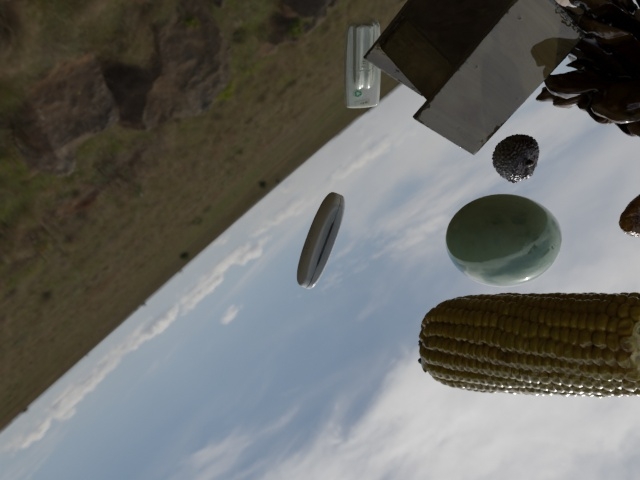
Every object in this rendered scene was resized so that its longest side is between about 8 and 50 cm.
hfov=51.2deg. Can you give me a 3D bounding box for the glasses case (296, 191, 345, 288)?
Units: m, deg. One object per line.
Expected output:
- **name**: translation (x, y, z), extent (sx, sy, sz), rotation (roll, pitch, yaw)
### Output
- **glasses case**: translation (0.000, 0.000, 1.555), extent (0.092, 0.059, 0.233), rotation (-138, -113, -70)

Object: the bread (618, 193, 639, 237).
- **bread**: translation (0.704, -0.063, 1.370), extent (0.233, 0.104, 0.076), rotation (-26, 174, -9)

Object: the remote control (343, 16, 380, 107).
- **remote control**: translation (0.103, -0.428, 1.632), extent (0.090, 0.230, 0.049), rotation (-6, -138, -4)

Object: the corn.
- **corn**: translation (0.275, 0.133, 0.870), extent (0.144, 0.144, 0.387), rotation (-45, -164, -29)

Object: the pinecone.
- **pinecone**: translation (0.498, -0.321, 0.924), extent (0.384, 0.384, 0.384), rotation (-40, -173, 6)

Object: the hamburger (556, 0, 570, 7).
- **hamburger**: translation (0.438, -0.535, 1.489), extent (0.284, 0.174, 0.304), rotation (-34, 178, 33)

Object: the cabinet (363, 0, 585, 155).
- **cabinet**: translation (0.206, -0.266, 0.925), extent (0.215, 0.148, 0.174), rotation (-49, -136, 21)

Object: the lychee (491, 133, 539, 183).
- **lychee**: translation (0.284, -0.120, 0.969), extent (0.067, 0.068, 0.083), rotation (-39, -158, -13)

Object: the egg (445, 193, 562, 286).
- **egg**: translation (0.530, -0.001, 1.961), extent (0.276, 0.276, 0.389), rotation (-44, -164, -20)
